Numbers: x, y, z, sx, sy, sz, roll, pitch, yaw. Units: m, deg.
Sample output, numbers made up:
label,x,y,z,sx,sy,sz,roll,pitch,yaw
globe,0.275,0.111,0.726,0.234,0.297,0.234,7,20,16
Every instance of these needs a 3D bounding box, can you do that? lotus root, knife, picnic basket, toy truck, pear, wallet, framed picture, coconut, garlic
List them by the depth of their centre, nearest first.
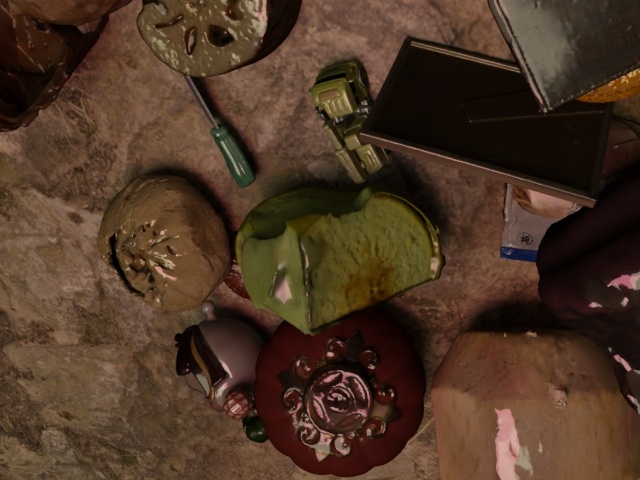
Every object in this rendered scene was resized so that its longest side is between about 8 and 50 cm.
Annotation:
label,x,y,z,sx,sy,sz,roll,pitch,yaw
wallet,0.347,-0.274,0.752,0.317,0.044,0.169,-25,106,18
framed picture,0.216,-0.160,0.908,0.289,0.213,0.016,17,143,11
garlic,0.336,-0.126,0.966,0.195,0.087,0.101,18,113,11
lotus root,-0.138,-0.308,1.009,0.234,0.119,0.138,-6,122,24
picnic basket,-0.507,-0.303,1.046,0.291,0.321,0.254,44,125,-15
toy truck,0.043,-0.165,1.048,0.077,0.100,0.169,-8,121,26
pear,0.000,0.000,1.119,0.282,0.286,0.176,15,121,57
coconut,0.340,0.305,1.138,0.352,0.353,0.353,11,128,15
knife,-0.176,-0.200,1.151,0.034,0.063,0.260,-30,113,-6

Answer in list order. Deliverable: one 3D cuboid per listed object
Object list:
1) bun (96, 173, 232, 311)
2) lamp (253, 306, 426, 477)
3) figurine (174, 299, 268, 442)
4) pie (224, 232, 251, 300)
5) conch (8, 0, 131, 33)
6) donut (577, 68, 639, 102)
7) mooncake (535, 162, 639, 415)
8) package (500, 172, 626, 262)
label,x,y,z,sx,sy,sz,roll,pitch,yaw
bun,-0.289,0.017,1.269,0.259,0.152,0.259,15,125,22
lamp,0.034,0.254,1.247,0.303,0.257,0.303,0,88,1
figurine,-0.137,0.287,1.397,0.370,0.167,0.281,47,173,-8
pie,-0.124,0.049,1.314,0.153,0.038,0.154,13,128,17
conch,-0.306,-0.394,0.948,0.324,0.263,0.186,14,151,-7
donut,0.338,-0.282,0.838,0.253,0.118,0.253,4,115,8
mooncake,0.460,0.077,0.877,0.381,0.350,0.212,40,121,-9
package,0.356,-0.032,1.059,0.171,0.027,0.173,7,121,19
